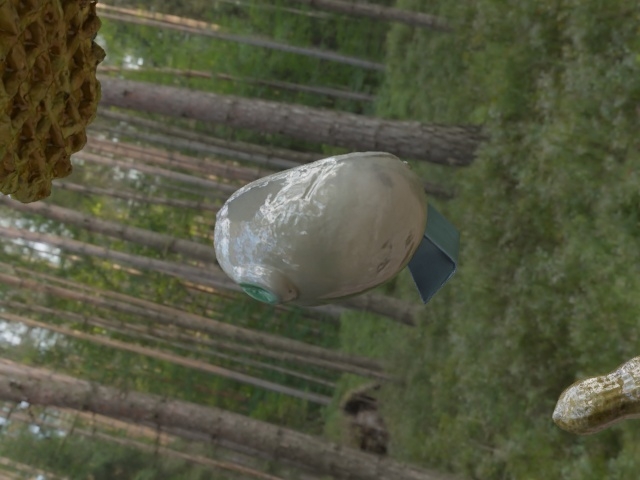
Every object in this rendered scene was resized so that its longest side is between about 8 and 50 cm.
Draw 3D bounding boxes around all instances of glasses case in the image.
[{"bbox_3d":[0.143,-0.002,1.176,0.266,0.056,0.105,-44,-69,-78],"label":"glasses case"}]

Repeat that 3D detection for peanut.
[{"bbox_3d":[0.413,0.218,1.281,0.089,0.193,0.089,46,-149,-38],"label":"peanut"}]

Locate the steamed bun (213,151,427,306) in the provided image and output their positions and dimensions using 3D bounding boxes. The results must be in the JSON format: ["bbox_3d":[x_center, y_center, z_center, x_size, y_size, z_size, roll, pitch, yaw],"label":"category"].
[{"bbox_3d":[0.000,0.000,0.929,0.177,0.228,0.130,16,-120,-62],"label":"steamed bun"}]

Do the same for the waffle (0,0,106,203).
[{"bbox_3d":[-0.291,-0.193,0.945,0.307,0.060,0.311,-55,-23,-77],"label":"waffle"}]
